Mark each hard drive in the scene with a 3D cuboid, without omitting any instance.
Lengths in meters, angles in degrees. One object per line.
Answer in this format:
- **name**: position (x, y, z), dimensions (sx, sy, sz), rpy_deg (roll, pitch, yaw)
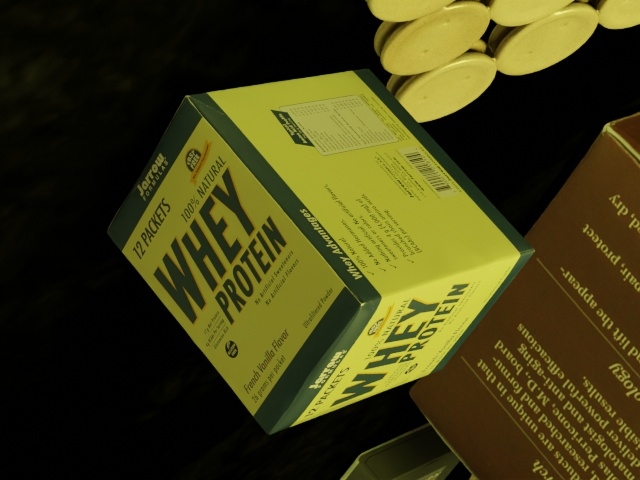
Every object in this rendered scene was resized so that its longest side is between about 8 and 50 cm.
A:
- **hard drive**: position (0.023, 0.154, 0.964), dimensions (0.094, 0.022, 0.135), rpy_deg (-17, 149, -48)

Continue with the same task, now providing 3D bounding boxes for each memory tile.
- **memory tile**: position (0.083, -0.089, 0.534), dimensions (0.148, 0.012, 0.113), rpy_deg (-24, 159, 0)

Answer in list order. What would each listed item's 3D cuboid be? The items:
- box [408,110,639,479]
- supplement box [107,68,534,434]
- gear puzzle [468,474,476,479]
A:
- **box**: position (0.186, 0.050, 0.829), dimensions (0.168, 0.167, 0.203), rpy_deg (-21, 153, -42)
- **supplement box**: position (0.000, 0.000, 0.514), dimensions (0.083, 0.083, 0.056), rpy_deg (-14, 146, -48)
- **gear puzzle**: position (0.246, 0.075, 1.165), dimensions (0.339, 0.044, 0.175), rpy_deg (-24, 154, -39)
